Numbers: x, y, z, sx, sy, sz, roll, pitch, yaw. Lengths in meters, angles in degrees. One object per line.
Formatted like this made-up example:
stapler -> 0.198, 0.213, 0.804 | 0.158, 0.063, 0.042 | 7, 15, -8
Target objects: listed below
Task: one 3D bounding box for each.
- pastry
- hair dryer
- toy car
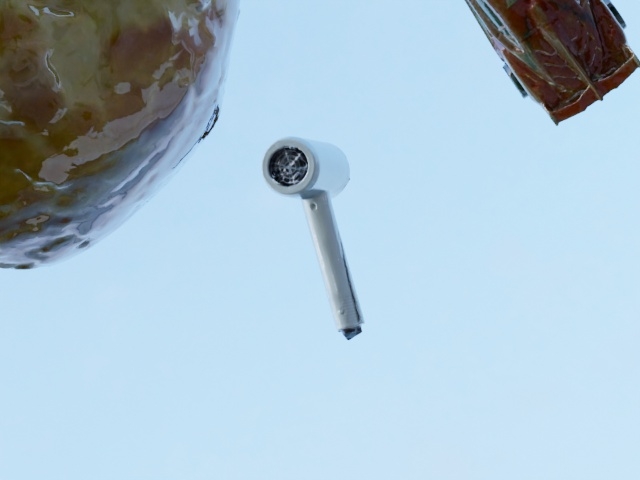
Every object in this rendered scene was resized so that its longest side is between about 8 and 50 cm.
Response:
pastry -> -0.226, -0.151, 0.960 | 0.388, 0.388, 0.312 | -38, -77, 12
hair dryer -> 0.000, 0.000, 1.445 | 0.073, 0.236, 0.131 | -13, -3, 16
toy car -> 0.091, -0.114, 0.570 | 0.059, 0.035, 0.122 | -35, -73, 14
